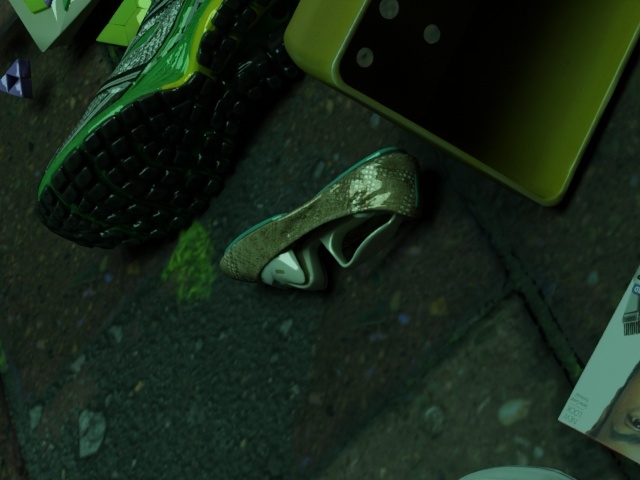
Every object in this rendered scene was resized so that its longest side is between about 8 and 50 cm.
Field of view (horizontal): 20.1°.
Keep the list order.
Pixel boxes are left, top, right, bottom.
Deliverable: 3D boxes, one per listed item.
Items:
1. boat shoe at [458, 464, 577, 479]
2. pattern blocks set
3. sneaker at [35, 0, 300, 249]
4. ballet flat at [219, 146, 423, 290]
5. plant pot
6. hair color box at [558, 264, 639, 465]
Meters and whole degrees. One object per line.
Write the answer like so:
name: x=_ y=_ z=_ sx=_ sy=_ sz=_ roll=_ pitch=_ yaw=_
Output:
boat shoe: x=0.149 y=0.186 z=1.157 sx=0.226 sy=0.076 sz=0.083 roll=8 pitch=74 yaw=49
pattern blocks set: x=-0.260 y=-0.298 z=1.847 sx=0.285 sy=0.026 sz=0.325 roll=39 pitch=104 yaw=30
sneaker: x=-0.128 y=-0.134 z=1.626 sx=0.343 sy=0.134 sz=0.146 roll=-47 pitch=34 yaw=3
ballet flat: x=0.000 y=0.000 z=1.438 sx=0.206 sy=0.073 sz=0.067 roll=-34 pitch=60 yaw=34
plant pot: x=0.093 y=-0.170 z=1.345 sx=0.187 sy=0.212 sz=0.212 roll=16 pitch=80 yaw=63
hair color box: x=0.235 y=0.066 z=1.157 sx=0.093 sy=0.053 sz=0.167 roll=26 pitch=89 yaw=50
